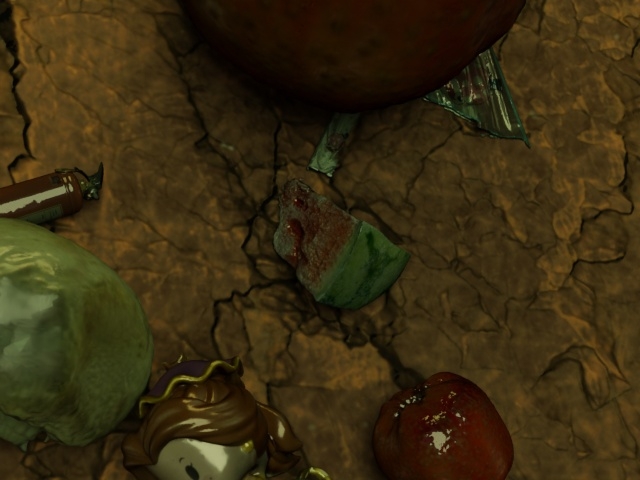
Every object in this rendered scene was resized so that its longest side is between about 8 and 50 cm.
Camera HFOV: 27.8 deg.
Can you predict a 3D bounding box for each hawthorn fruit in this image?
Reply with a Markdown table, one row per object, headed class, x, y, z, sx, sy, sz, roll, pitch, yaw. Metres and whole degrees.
| class | x | y | z | sx | sy | sz | roll | pitch | yaw |
| --- | --- | --- | --- | --- | --- | --- | --- | --- | --- |
| hawthorn fruit | 0.126 | 0.205 | 1.288 | 0.133 | 0.133 | 0.138 | -39 | 102 | -21 |
| hawthorn fruit | 0.043 | -0.333 | 1.276 | 0.402 | 0.403 | 0.403 | 4 | 73 | -13 |

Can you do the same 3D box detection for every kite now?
| class | x | y | z | sx | sy | sz | roll | pitch | yaw |
| --- | --- | --- | --- | --- | --- | --- | --- | --- | --- |
| kite | 0.073 | -0.227 | 1.459 | 0.406 | 0.014 | 0.369 | 27 | 69 | -5 |

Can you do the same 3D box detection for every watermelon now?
| class | x | y | z | sx | sy | sz | roll | pitch | yaw |
| --- | --- | --- | --- | --- | --- | --- | --- | --- | --- |
| watermelon | 0.005 | 0.004 | 1.327 | 0.158 | 0.121 | 0.098 | 40 | 91 | 4 |

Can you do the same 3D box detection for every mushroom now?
| class | x | y | z | sx | sy | sz | roll | pitch | yaw |
| --- | --- | --- | --- | --- | --- | --- | --- | --- | --- |
| mushroom | -0.266 | 0.078 | 1.183 | 0.267 | 0.164 | 0.190 | 44 | 75 | -13 |

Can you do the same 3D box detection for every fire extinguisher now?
| class | x | y | z | sx | sy | sz | roll | pitch | yaw |
| --- | --- | --- | --- | --- | --- | --- | --- | --- | --- |
| fire extinguisher | -0.295 | -0.039 | 1.297 | 0.177 | 0.050 | 0.062 | -19 | 41 | -19 |

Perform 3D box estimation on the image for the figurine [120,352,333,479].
| class | x | y | z | sx | sy | sz | roll | pitch | yaw |
| --- | --- | --- | --- | --- | --- | --- | --- | --- | --- |
| figurine | -0.082 | 0.227 | 1.223 | 0.263 | 0.142 | 0.189 | 53 | 38 | 7 |
